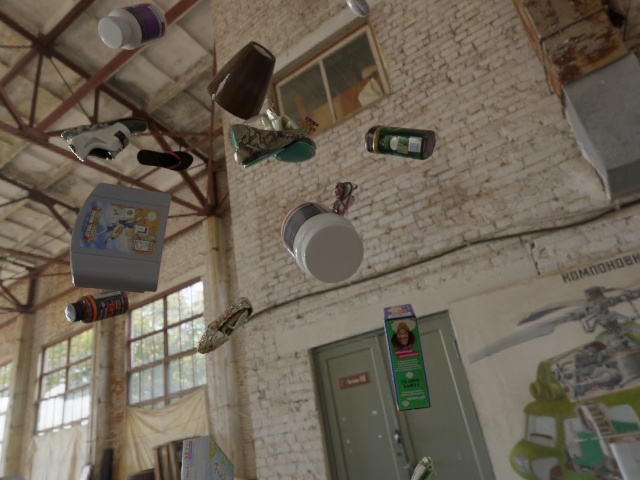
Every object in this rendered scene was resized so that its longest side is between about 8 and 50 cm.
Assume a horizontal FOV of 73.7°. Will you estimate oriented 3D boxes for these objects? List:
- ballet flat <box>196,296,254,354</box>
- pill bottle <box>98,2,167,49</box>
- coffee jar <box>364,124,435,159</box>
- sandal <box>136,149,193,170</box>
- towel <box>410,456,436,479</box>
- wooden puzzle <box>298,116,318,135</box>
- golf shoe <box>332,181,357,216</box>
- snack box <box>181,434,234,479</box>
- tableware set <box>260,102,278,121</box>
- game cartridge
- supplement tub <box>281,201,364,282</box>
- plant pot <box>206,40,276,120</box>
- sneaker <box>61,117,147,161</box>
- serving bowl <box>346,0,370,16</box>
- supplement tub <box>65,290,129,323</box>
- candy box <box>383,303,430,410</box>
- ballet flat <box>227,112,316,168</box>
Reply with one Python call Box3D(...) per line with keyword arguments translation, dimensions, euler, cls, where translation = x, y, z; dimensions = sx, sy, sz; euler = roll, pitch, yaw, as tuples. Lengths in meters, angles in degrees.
Box3D(translation=(-0.317, 0.292, 1.439), dimensions=(0.077, 0.241, 0.091), euler=(25, -20, 43), cls="ballet flat")
Box3D(translation=(-0.551, -0.627, 1.254), dimensions=(0.108, 0.193, 0.108), euler=(11, -52, 14), cls="pill bottle")
Box3D(translation=(0.221, -0.277, 1.201), dimensions=(0.184, 0.079, 0.096), euler=(16, 29, 31), cls="coffee jar")
Box3D(translation=(-0.502, -0.262, 1.394), dimensions=(0.179, 0.067, 0.040), euler=(-3, 13, -36), cls="sandal")
Box3D(translation=(0.176, 0.592, 0.939), dimensions=(0.247, 0.038, 0.325), euler=(-53, -25, -12), cls="towel")
Box3D(translation=(-0.042, -0.360, 1.344), dimensions=(0.049, 0.083, 0.006), euler=(-52, -36, 8), cls="wooden puzzle")
Box3D(translation=(0.092, -0.139, 1.626), dimensions=(0.086, 0.067, 0.186), euler=(-1, -47, -13), cls="golf shoe")
Box3D(translation=(-0.255, 0.577, 0.981), dimensions=(0.070, 0.174, 0.207), euler=(-11, -48, -3), cls="snack box")
Box3D(translation=(-0.176, -0.501, 1.876), dimensions=(0.039, 0.194, 0.128), euler=(-41, 15, -22), cls="tableware set")
Box3D(translation=(-0.474, -0.016, 1.017), dimensions=(0.198, 0.297, 0.062), euler=(11, -42, -23), cls="game cartridge")
Box3D(translation=(0.000, 0.000, 1.253), dimensions=(0.191, 0.191, 0.272), euler=(-3, 16, -16), cls="supplement tub")
Box3D(translation=(-0.270, -0.604, 1.582), dimensions=(0.215, 0.215, 0.230), euler=(12, -50, -42), cls="plant pot")
Box3D(translation=(-0.829, -0.393, 1.705), dimensions=(0.331, 0.146, 0.122), euler=(-31, 4, -42), cls="sneaker")
Box3D(translation=(0.091, -0.610, 1.101), dimensions=(0.083, 0.083, 0.027), euler=(13, -33, -42), cls="serving bowl")
Box3D(translation=(-0.827, 0.248, 1.584), dimensions=(0.106, 0.106, 0.198), euler=(-27, -9, 33), cls="supplement tub")
Box3D(translation=(0.310, 0.412, 1.558), dimensions=(0.122, 0.317, 0.268), euler=(-11, -2, 8), cls="candy box")
Box3D(translation=(-0.162, -0.369, 1.530), dimensions=(0.164, 0.182, 0.483), euler=(-22, 2, 28), cls="ballet flat")
